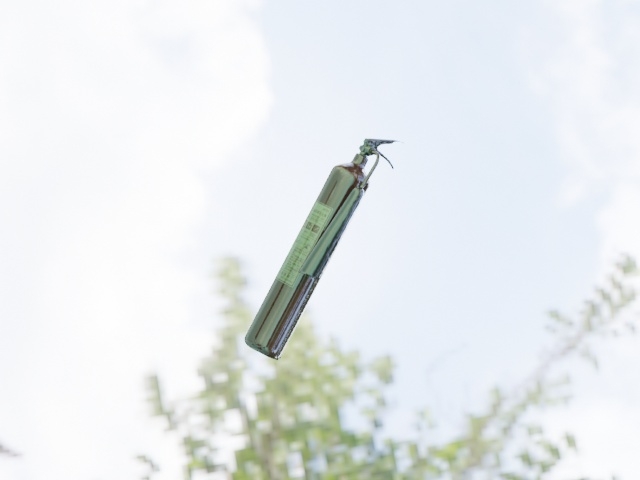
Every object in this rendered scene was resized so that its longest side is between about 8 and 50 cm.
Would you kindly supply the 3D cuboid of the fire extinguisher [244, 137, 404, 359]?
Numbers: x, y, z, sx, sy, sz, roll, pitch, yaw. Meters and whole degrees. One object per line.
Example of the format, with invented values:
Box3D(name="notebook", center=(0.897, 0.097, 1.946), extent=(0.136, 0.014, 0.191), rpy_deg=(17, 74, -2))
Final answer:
Box3D(name="fire extinguisher", center=(0.000, 0.000, 1.311), extent=(0.035, 0.049, 0.173), rpy_deg=(27, -91, 13))
